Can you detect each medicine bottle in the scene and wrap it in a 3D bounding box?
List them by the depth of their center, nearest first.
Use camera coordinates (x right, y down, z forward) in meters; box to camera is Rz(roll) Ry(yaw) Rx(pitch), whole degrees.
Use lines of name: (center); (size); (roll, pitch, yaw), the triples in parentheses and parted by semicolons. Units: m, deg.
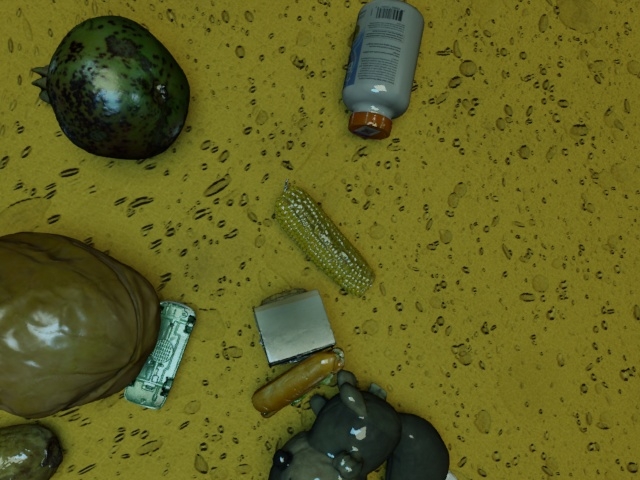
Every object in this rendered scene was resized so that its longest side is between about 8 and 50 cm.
medicine bottle: (0.137, -0.383, 1.189); (0.157, 0.157, 0.288); (13, 84, -7)

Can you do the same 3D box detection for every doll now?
doll: (0.074, 0.506, 1.071); (0.379, 0.252, 0.382); (32, 88, -5)

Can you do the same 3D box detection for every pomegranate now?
pomegranate: (-0.449, -0.303, 1.069); (0.341, 0.285, 0.284); (11, 83, 26)

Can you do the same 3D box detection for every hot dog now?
hot dog: (-0.045, 0.302, 1.094); (0.250, 0.100, 0.068); (-38, 69, 27)

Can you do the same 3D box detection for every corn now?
corn: (0.000, 0.000, 1.171); (0.101, 0.101, 0.310); (-40, 93, -9)

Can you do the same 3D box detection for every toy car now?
toy car: (-0.339, 0.241, 1.112); (0.090, 0.076, 0.224); (19, 75, -5)

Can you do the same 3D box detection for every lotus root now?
lotus root: (-0.651, 0.451, 1.023); (0.261, 0.128, 0.145); (-14, 97, -8)

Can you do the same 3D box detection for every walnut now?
walnut: (-0.502, 0.143, 0.948); (0.398, 0.354, 0.307); (18, 81, 9)

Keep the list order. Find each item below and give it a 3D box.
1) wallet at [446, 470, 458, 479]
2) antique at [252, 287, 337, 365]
wallet: (0.258, 0.626, 1.192); (0.183, 0.032, 0.124); (-31, 88, -8)
antique: (-0.062, 0.185, 1.115); (0.152, 0.146, 0.147); (-16, 77, -9)
